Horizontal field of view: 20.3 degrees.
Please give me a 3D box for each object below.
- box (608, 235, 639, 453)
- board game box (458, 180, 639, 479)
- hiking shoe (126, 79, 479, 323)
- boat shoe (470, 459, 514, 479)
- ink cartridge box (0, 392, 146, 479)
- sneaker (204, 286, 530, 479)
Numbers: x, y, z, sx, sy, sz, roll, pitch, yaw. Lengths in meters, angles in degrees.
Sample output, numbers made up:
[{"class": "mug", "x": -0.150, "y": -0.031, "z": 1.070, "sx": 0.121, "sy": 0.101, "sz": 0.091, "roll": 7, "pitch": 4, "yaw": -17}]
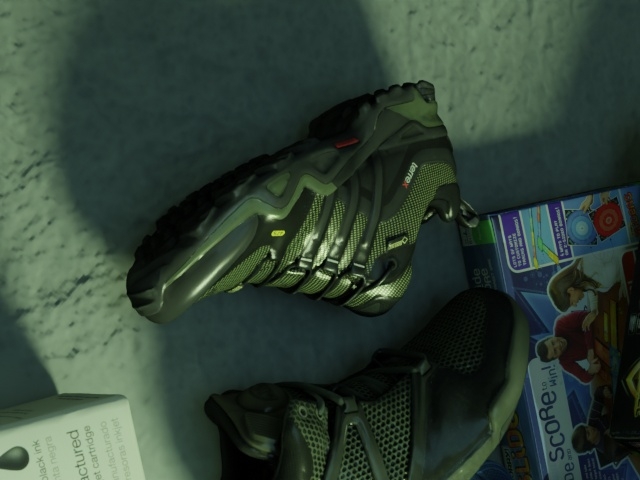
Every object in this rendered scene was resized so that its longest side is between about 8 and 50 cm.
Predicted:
[{"class": "box", "x": 0.266, "y": 0.048, "z": 1.127, "sx": 0.175, "sy": 0.051, "sz": 0.220, "roll": 29, "pitch": 64, "yaw": -38}, {"class": "board game box", "x": 0.166, "y": 0.072, "z": 1.108, "sx": 0.136, "sy": 0.035, "sz": 0.201, "roll": -11, "pitch": 92, "yaw": -31}, {"class": "hiking shoe", "x": 0.000, "y": 0.000, "z": 0.985, "sx": 0.227, "sy": 0.086, "sz": 0.114, "roll": -33, "pitch": 99, "yaw": -29}, {"class": "boat shoe", "x": 0.050, "y": 0.207, "z": 1.009, "sx": 0.066, "sy": 0.066, "sz": 0.183, "roll": 46, "pitch": 60, "yaw": -22}, {"class": "ink cartridge box", "x": -0.184, "y": 0.168, "z": 0.864, "sx": 0.203, "sy": 0.086, "sz": 0.148, "roll": -14, "pitch": 94, "yaw": -31}, {"class": "sneaker", "x": 0.024, "y": 0.093, "z": 0.992, "sx": 0.227, "sy": 0.087, "sz": 0.130, "roll": -50, "pitch": 117, "yaw": -18}]
